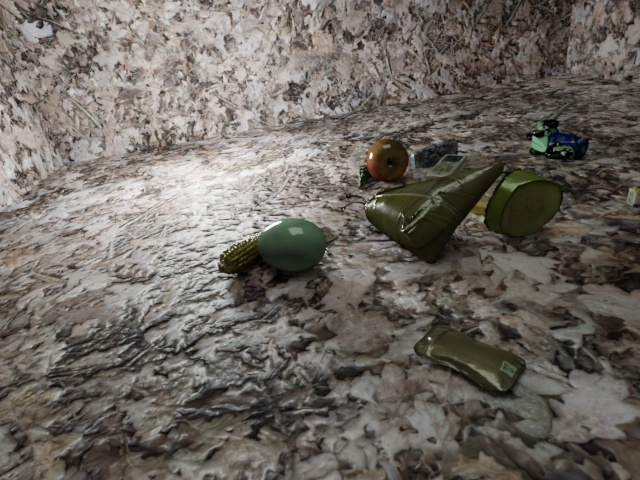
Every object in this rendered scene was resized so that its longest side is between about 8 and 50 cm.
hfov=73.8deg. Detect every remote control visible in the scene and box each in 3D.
[{"bbox_3d":[0.558,-0.316,1.876,0.103,0.055,0.277,10,34,31],"label":"remote control"}]

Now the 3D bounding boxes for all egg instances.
[{"bbox_3d":[-0.092,0.014,1.341,0.231,0.168,0.168,-1,29,23],"label":"egg"}]

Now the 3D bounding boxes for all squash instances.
[{"bbox_3d":[0.607,-0.101,1.306,0.220,0.220,0.133,-22,40,-22],"label":"squash"}]

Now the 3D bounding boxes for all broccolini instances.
[{"bbox_3d":[0.200,-0.291,1.940,0.074,0.058,0.201,-8,26,18],"label":"broccolini"}]

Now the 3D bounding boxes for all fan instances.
[{"bbox_3d":[0.000,0.000,1.509,0.132,0.009,0.220,-15,28,-9],"label":"fan"}]

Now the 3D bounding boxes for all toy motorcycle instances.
[{"bbox_3d":[1.045,-0.432,1.885,0.196,0.125,0.331,-4,31,6],"label":"toy motorcycle"}]

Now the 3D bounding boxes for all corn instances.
[{"bbox_3d":[-0.208,0.022,1.448,0.320,0.097,0.097,-29,33,-36],"label":"corn"}]

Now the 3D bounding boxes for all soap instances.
[{"bbox_3d":[0.570,-0.136,1.556,0.092,0.037,0.252,-30,35,-32],"label":"soap"}]

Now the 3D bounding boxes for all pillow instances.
[{"bbox_3d":[0.318,0.246,0.920,0.217,0.033,0.130,17,35,41],"label":"pillow"}]

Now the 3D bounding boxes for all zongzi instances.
[{"bbox_3d":[0.325,-0.150,1.424,0.418,0.181,0.447,-44,33,-4],"label":"zongzi"}]

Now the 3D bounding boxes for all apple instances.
[{"bbox_3d":[0.296,-0.359,1.901,0.188,0.188,0.174,-8,22,2],"label":"apple"}]

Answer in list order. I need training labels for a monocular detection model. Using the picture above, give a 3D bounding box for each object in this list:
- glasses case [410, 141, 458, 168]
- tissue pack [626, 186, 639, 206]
[{"bbox_3d":[0.540,-0.406,2.019,0.248,0.087,0.065,-18,16,-15],"label":"glasses case"},{"bbox_3d":[1.057,-0.146,1.393,0.083,0.062,0.042,-6,23,6],"label":"tissue pack"}]
